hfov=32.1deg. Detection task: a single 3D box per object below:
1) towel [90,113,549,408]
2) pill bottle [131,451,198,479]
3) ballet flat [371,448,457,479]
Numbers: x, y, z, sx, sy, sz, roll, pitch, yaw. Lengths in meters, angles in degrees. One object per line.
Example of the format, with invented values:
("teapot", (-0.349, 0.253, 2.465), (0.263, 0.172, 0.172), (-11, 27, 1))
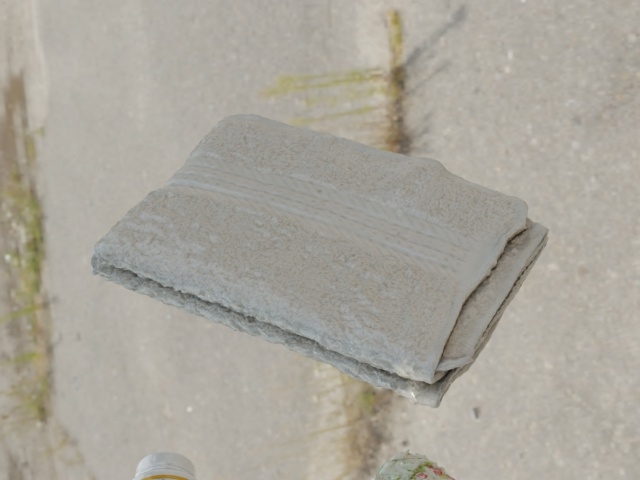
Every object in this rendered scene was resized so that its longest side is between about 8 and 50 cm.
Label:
("towel", (0.000, 0.000, 0.771), (0.282, 0.187, 0.049), (18, 134, 23))
("pill bottle", (-0.206, 0.384, 1.459), (0.215, 0.117, 0.117), (-97, 16, -54))
("ballet flat", (0.036, 0.257, 0.820), (0.077, 0.241, 0.091), (6, 140, 39))
